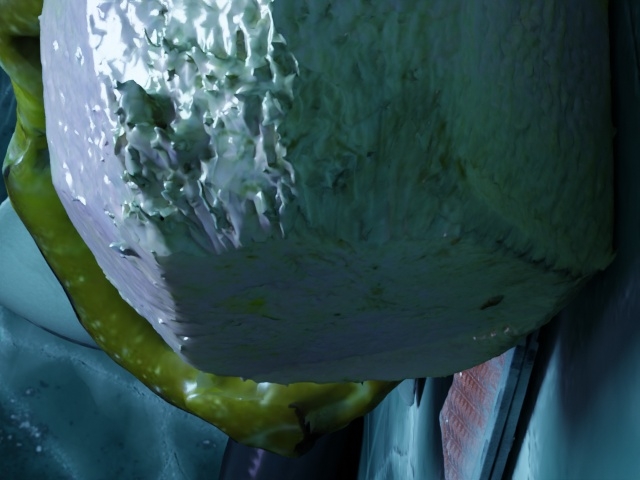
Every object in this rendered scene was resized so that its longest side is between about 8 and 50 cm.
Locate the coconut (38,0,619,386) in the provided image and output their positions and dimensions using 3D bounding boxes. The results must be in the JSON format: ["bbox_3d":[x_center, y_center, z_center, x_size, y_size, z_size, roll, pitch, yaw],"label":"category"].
[{"bbox_3d":[0.002,-0.083,0.794,0.233,0.233,0.245,105,163,-67],"label":"coconut"}]

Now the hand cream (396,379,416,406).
[{"bbox_3d":[0.048,-0.056,1.354,0.124,0.077,0.341,101,165,-49],"label":"hand cream"}]

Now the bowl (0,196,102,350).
[{"bbox_3d":[-0.092,-0.022,1.750,0.196,0.435,0.435,49,166,7],"label":"bowl"}]

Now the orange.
[{"bbox_3d":[-0.035,-0.079,1.083,0.210,0.270,0.369,-71,-11,-48],"label":"orange"}]

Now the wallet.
[{"bbox_3d":[0.084,0.063,0.960,0.196,0.020,0.103,99,173,-47],"label":"wallet"}]

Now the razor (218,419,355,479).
[{"bbox_3d":[-0.037,0.240,1.729,0.204,0.113,0.349,-89,5,-63],"label":"razor"}]
